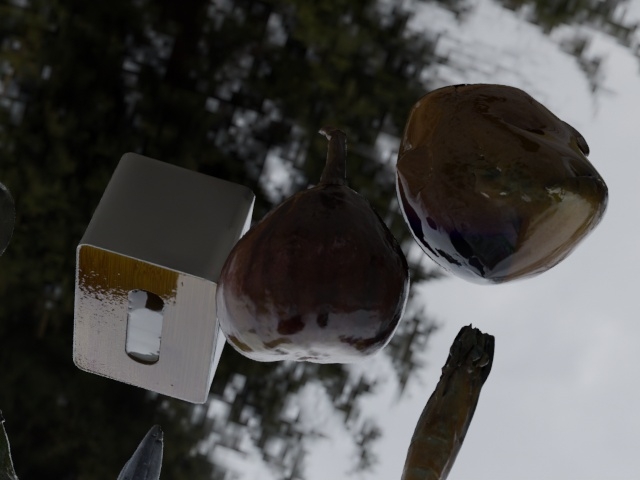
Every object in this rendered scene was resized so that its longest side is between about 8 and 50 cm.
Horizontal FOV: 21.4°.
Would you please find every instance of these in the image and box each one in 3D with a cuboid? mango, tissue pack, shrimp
[{"bbox_3d":[0.168,-0.060,1.662,0.201,0.152,0.287,19,-157,-10],"label":"mango"},{"bbox_3d":[-0.172,0.043,1.849,0.159,0.246,0.136,16,-126,3],"label":"tissue pack"},{"bbox_3d":[0.103,0.182,1.440,0.046,0.219,0.152,17,157,13],"label":"shrimp"}]

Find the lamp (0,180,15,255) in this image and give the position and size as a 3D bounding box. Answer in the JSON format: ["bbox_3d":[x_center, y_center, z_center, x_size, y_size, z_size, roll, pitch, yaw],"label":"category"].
[{"bbox_3d":[-0.395,-0.030,1.582,0.215,0.121,0.121,6,-166,27],"label":"lamp"}]

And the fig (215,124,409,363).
[{"bbox_3d":[0.009,0.022,1.396,0.149,0.202,0.148,36,179,-3],"label":"fig"}]

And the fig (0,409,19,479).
[{"bbox_3d":[-0.426,0.339,2.166,0.203,0.203,0.235,20,-116,1],"label":"fig"}]

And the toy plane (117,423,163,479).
[{"bbox_3d":[-0.187,0.305,1.587,0.088,0.267,0.212,30,-173,32],"label":"toy plane"}]
